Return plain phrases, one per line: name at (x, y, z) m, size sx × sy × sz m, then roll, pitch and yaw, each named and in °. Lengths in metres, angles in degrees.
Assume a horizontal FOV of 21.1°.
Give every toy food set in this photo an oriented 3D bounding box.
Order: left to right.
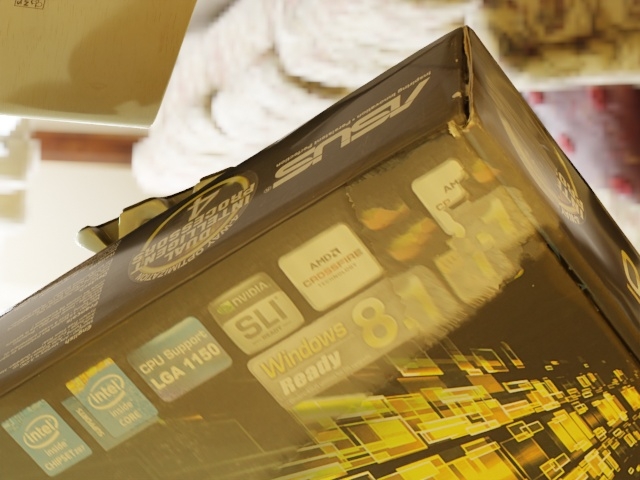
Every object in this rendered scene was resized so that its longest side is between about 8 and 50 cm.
toy food set at (-0.196, -0.197, 1.168) m, size 0.219 × 0.092 × 0.306 m, roll 5°, pitch 142°, yaw -18°

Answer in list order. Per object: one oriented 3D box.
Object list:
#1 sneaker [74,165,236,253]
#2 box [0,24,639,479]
sneaker at (0.000, 0.000, 1.198) m, size 0.330 × 0.146 × 0.122 m, roll -24°, pitch 173°, yaw 19°
box at (-0.010, 0.138, 0.748) m, size 0.395 × 0.318 × 0.097 m, roll -30°, pitch -157°, yaw 20°
